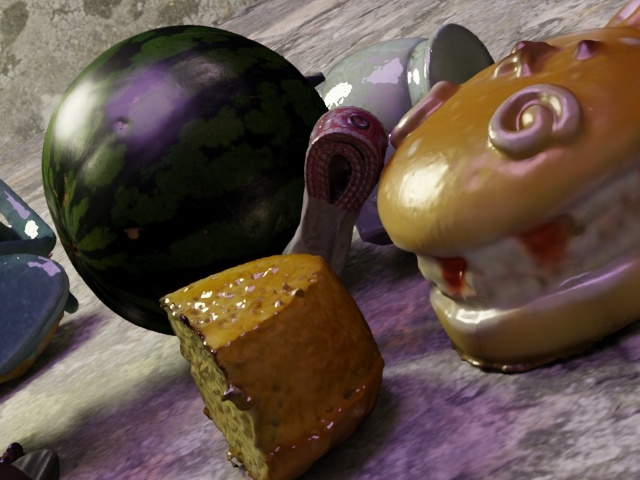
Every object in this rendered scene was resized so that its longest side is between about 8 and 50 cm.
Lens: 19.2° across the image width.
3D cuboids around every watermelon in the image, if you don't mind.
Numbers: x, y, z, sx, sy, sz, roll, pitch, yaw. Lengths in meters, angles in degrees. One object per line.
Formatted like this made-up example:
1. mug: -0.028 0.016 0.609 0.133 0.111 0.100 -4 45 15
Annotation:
1. watermelon: -0.116 -0.055 1.721 0.285 0.285 0.285 -26 15 8

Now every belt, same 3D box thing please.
1. belt: 0.000 0.000 1.489 0.071 0.232 0.053 16 33 5

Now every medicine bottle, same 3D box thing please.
1. medicine bottle: 0.094 -0.128 1.855 0.143 0.147 0.147 -13 21 35

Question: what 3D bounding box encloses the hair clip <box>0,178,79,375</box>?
1. hair clip: -0.383 0.071 1.691 0.318 0.392 0.238 -48 -11 1

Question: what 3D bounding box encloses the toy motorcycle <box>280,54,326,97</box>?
1. toy motorcycle: -0.057 -0.136 2.236 0.307 0.108 0.173 -14 26 49

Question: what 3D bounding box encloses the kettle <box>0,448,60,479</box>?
1. kettle: -0.242 0.248 1.292 0.202 0.144 0.232 -59 7 5

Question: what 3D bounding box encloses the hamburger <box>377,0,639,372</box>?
1. hamburger: 0.190 -0.059 1.386 0.303 0.186 0.261 -28 16 -5

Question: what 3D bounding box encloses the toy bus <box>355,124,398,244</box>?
1. toy bus: 0.160 -0.085 1.616 0.317 0.112 0.138 -24 -3 26

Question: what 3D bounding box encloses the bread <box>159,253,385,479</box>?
1. bread: -0.031 0.084 1.384 0.139 0.143 0.229 -31 17 -8

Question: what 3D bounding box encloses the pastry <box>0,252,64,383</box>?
1. pastry: -0.386 0.077 2.013 0.229 0.100 0.218 19 50 13

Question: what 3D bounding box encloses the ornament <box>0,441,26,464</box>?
1. ornament: -0.291 0.240 1.467 0.203 0.081 0.088 -36 18 -35
